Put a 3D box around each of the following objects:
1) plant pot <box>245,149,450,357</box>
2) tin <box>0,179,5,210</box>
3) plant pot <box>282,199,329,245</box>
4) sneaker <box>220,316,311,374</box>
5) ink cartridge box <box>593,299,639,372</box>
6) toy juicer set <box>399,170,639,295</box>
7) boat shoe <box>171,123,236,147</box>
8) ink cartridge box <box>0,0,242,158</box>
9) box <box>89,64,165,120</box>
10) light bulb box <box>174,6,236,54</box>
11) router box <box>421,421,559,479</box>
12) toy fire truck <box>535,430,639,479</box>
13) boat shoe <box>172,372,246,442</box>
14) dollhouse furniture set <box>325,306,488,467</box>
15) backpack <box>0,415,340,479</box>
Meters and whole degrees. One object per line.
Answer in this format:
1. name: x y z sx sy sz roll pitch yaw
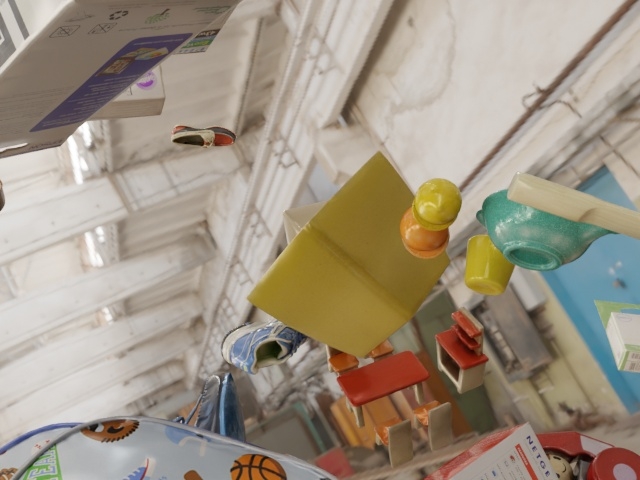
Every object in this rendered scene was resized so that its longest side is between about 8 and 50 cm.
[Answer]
1. plant pot: 0.056 0.038 1.060 0.212 0.187 0.212 -48 -1 -42
2. tin: -0.532 -0.078 1.084 0.106 0.189 0.040 -25 -49 -27
3. plant pot: 0.000 0.000 1.348 0.109 0.109 0.096 -14 26 -10
4. sneaker: -0.053 0.157 1.199 0.211 0.081 0.080 -27 -56 -24
5. ink cartridge box: 0.622 0.164 1.377 0.171 0.056 0.235 6 30 5
6. toy juicer set: 0.216 -0.033 0.821 0.329 0.209 0.089 -25 42 62
7. boat shoe: -0.248 -0.217 1.567 0.137 0.043 0.049 6 -49 -6
8. ink cartridge box: -0.221 -0.148 0.610 0.332 0.065 0.165 -23 2 42
9. box: -0.361 -0.182 0.918 0.324 0.063 0.067 -9 -9 -18
10. light bulb box: -0.359 -0.651 1.695 0.225 0.358 0.361 -12 -3 -25
11. router box: 0.229 0.431 0.880 0.301 0.335 0.082 -12 -18 -46
12. toy fire truck: 0.380 0.439 1.198 0.169 0.254 0.302 96 -164 -49
13. boat shoe: -0.146 0.261 0.894 0.089 0.109 0.258 -14 30 8
14. dollhouse furniture set: 0.158 0.225 1.306 0.259 0.262 0.135 -18 -55 -16
15. backpack: -0.106 0.225 0.398 0.276 0.263 0.213 -63 -22 -51
